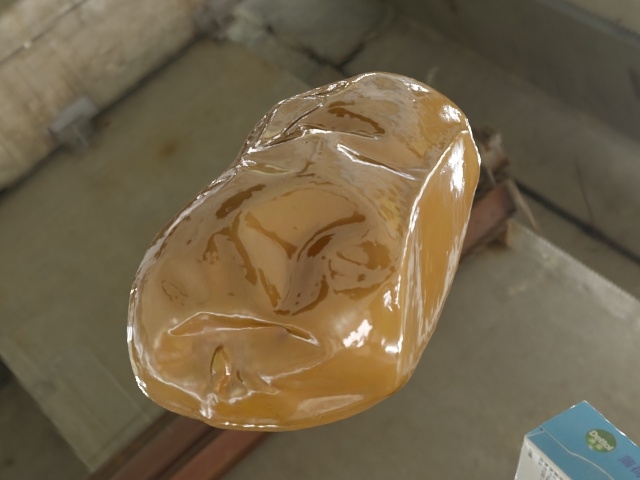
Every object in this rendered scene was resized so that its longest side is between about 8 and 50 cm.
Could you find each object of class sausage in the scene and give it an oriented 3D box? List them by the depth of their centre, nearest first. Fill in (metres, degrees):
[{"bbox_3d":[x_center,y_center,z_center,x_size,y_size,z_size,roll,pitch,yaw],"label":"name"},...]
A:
[{"bbox_3d":[0.000,-0.001,0.636,0.136,0.120,0.241,5,-151,21],"label":"sausage"}]

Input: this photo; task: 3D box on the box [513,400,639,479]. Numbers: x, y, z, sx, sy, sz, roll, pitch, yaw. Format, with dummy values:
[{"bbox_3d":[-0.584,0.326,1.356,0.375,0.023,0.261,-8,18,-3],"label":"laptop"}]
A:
[{"bbox_3d":[0.216,0.246,1.056,0.073,0.194,0.139,-24,-132,-30],"label":"box"}]
